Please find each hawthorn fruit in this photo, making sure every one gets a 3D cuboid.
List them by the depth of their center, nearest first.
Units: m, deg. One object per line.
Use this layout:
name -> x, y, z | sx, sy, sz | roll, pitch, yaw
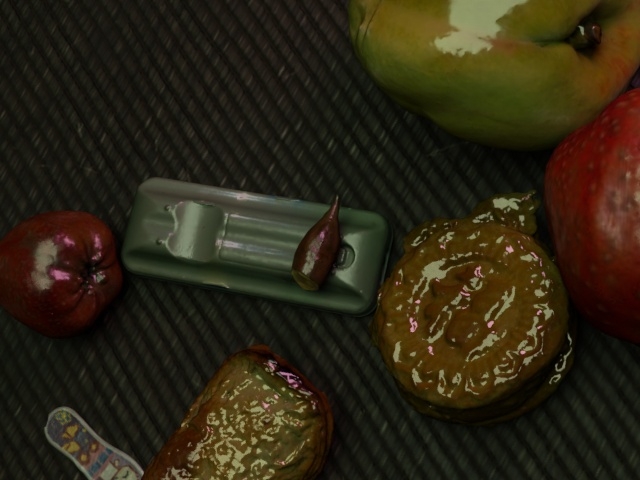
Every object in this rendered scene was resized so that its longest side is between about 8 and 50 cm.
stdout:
hawthorn fruit -> 0.375, 0.010, 1.626 | 0.287, 0.287, 0.330 | -10, 68, 16
hawthorn fruit -> -0.350, 0.037, 1.948 | 0.203, 0.162, 0.162 | 6, 78, 38

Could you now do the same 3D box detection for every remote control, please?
remote control -> -0.082, 0.004, 1.899 | 0.335, 0.065, 0.128 | 9, 83, 20

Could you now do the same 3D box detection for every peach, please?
peach -> 0.196, -0.255, 1.742 | 0.315, 0.314, 0.281 | 37, 113, 51

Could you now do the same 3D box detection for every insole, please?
insole -> -0.270, 0.275, 1.927 | 0.197, 0.004, 0.065 | 41, 92, 22

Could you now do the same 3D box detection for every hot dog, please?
hot dog -> -0.099, 0.253, 1.822 | 0.175, 0.114, 0.259 | 40, 93, 17

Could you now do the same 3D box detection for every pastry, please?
pastry -> 0.172, 0.090, 1.762 | 0.240, 0.132, 0.235 | -20, 62, 15

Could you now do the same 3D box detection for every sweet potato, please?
sweet potato -> 0.000, 0.000, 1.812 | 0.049, 0.049, 0.117 | 17, 80, 21
